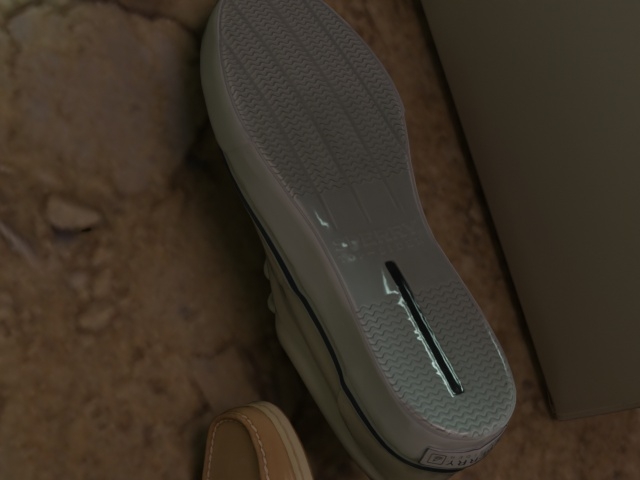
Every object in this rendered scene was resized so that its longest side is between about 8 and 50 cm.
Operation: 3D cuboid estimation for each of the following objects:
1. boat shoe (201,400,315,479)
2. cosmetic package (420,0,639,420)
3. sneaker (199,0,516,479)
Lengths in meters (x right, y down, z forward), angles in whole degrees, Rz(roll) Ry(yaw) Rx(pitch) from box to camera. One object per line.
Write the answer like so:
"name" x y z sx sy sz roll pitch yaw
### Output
"boat shoe" -0.037 0.154 0.766 0.059 0.063 0.170 4 77 -38
"cosmetic package" 0.168 -0.112 0.879 0.155 0.197 0.366 -19 91 -35
"sneaker" 0.000 0.000 0.814 0.094 0.091 0.258 -7 62 -28
